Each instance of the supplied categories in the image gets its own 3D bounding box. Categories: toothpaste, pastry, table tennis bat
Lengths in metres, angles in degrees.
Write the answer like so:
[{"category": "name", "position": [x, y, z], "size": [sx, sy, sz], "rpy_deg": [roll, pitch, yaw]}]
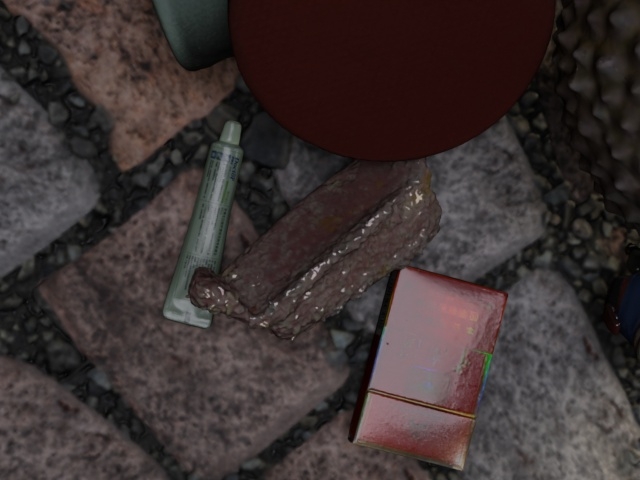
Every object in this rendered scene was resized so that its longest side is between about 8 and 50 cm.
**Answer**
[{"category": "toothpaste", "position": [-0.104, -0.017, 1.209], "size": [0.048, 0.029, 0.197], "rpy_deg": [13, 91, -3]}, {"category": "pastry", "position": [0.001, 0.012, 1.174], "size": [0.265, 0.103, 0.112], "rpy_deg": [-30, 126, -18]}, {"category": "table tennis bat", "position": [0.045, -0.217, 1.016], "size": [0.268, 0.051, 0.414], "rpy_deg": [-15, 135, 7]}]

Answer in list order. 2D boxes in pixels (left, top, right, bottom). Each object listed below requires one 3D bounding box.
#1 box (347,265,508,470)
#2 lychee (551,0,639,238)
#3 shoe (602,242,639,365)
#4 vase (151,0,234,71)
[{"category": "box", "position": [0.101, 0.119, 1.219], "size": [0.112, 0.048, 0.175], "rpy_deg": [14, 88, -6]}, {"category": "lychee", "position": [0.392, -0.144, 1.060], "size": [0.380, 0.432, 0.380], "rpy_deg": [0, 91, -18]}, {"category": "shoe", "position": [0.353, 0.044, 1.238], "size": [0.227, 0.125, 0.099], "rpy_deg": [-32, 130, -29]}, {"category": "vase", "position": [-0.011, -0.268, 1.134], "size": [0.291, 0.245, 0.245], "rpy_deg": [-20, 92, 1]}]
